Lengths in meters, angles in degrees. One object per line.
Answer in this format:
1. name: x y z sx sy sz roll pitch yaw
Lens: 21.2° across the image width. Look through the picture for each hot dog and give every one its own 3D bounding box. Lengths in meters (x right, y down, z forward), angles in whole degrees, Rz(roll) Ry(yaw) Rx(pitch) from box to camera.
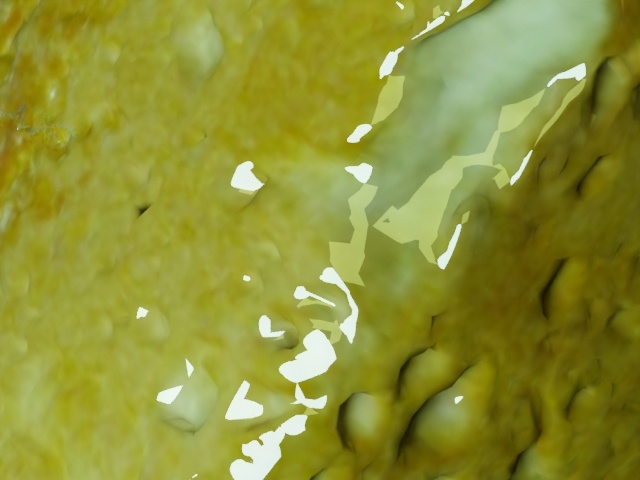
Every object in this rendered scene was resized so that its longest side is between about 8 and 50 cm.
1. hot dog: -0.001 0.000 0.432 0.223 0.185 0.405 39 105 47
